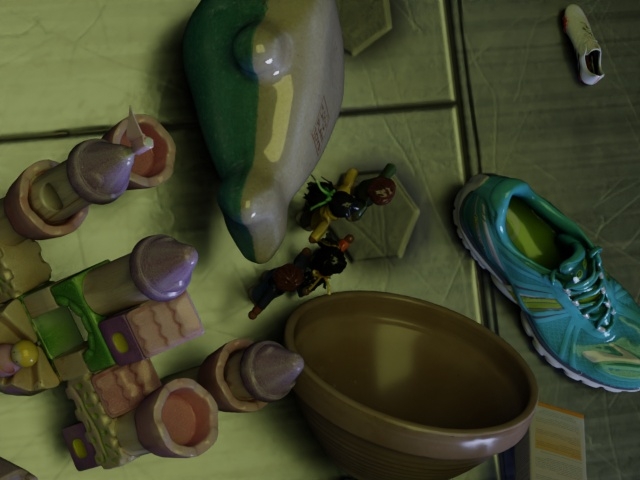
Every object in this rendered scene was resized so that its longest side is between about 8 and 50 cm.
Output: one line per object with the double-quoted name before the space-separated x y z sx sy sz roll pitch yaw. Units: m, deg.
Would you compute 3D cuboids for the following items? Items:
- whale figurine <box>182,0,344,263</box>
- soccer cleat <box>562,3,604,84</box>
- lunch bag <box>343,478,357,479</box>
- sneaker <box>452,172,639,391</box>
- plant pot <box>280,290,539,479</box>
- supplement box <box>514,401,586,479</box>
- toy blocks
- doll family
"whale figurine" -0.064 -0.118 1.557 0.141 0.216 0.272 5 63 11
"soccer cleat" 0.266 -0.198 1.748 0.029 0.035 0.083 -13 90 -18
"lunch bag" 0.152 0.315 1.578 0.262 0.223 0.160 14 89 -15
"sneaker" 0.237 0.044 1.684 0.275 0.110 0.107 45 75 -10
"plant pot" 0.070 0.150 1.593 0.237 0.237 0.110 7 118 -17
"supplement box" 0.221 0.209 1.683 0.062 0.036 0.098 18 49 -15
"toy blocks" -0.179 0.063 1.427 0.309 0.260 0.289 -28 96 -41
"doll family" 0.000 0.000 1.612 0.076 0.111 0.193 30 78 -13
